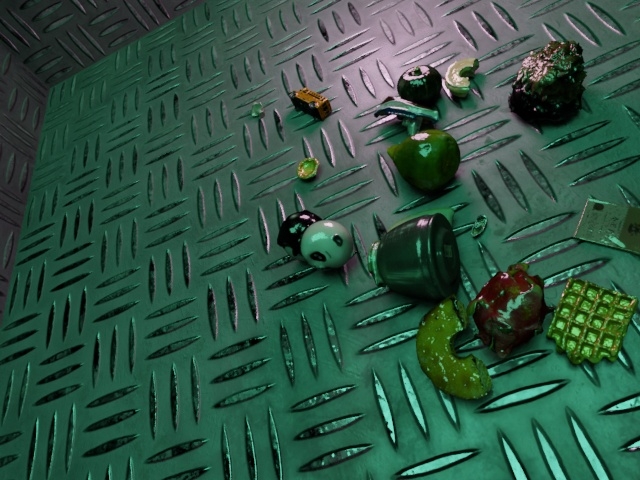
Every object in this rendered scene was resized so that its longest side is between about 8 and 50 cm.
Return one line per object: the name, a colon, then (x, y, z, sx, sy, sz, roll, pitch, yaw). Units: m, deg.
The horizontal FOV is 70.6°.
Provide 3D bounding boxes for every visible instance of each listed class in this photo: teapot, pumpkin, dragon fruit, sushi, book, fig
teapot: (0.263, 0.017, 1.308, 0.239, 0.239, 0.322, -8, 62, 33)
pumpkin: (0.368, -0.581, 1.682, 0.167, 0.125, 0.167, -3, 64, 5)
dragon fruit: (0.487, 0.171, 1.160, 0.198, 0.269, 0.200, 22, 110, 18)
sushi: (0.719, -0.510, 1.423, 0.225, 0.219, 0.238, -18, 56, 9)
book: (0.810, -0.037, 1.219, 0.198, 0.016, 0.138, 19, 71, 32)
fig: (0.315, -0.274, 1.503, 0.275, 0.206, 0.206, 23, 72, 48)

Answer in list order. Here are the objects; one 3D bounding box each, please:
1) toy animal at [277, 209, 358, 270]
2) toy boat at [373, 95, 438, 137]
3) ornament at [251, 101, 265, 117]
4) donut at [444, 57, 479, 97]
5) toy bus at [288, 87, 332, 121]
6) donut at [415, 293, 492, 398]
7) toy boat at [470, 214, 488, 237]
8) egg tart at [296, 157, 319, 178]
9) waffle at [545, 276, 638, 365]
toy animal: (-0.006, 0.006, 1.458, 0.235, 0.187, 0.165, 26, 83, 36)
toy boat: (0.307, -0.446, 1.648, 0.262, 0.114, 0.115, 31, 109, 34)
ornament: (-0.285, -0.592, 2.041, 0.068, 0.041, 0.092, -27, 62, 36)
donut: (0.513, -0.595, 1.663, 0.108, 0.065, 0.166, 10, 66, 29)
toy bus: (-0.046, -0.579, 1.898, 0.088, 0.083, 0.194, -45, 55, -11)
donut: (0.331, 0.285, 1.175, 0.152, 0.101, 0.259, -26, 63, 30)
toy boat: (0.477, -0.042, 1.363, 0.038, 0.038, 0.083, 19, 69, 32)
egg tart: (-0.046, -0.271, 1.738, 0.105, 0.039, 0.105, -11, 57, 18)
waffle: (0.661, 0.211, 1.112, 0.160, 0.055, 0.211, 19, 70, 33)
